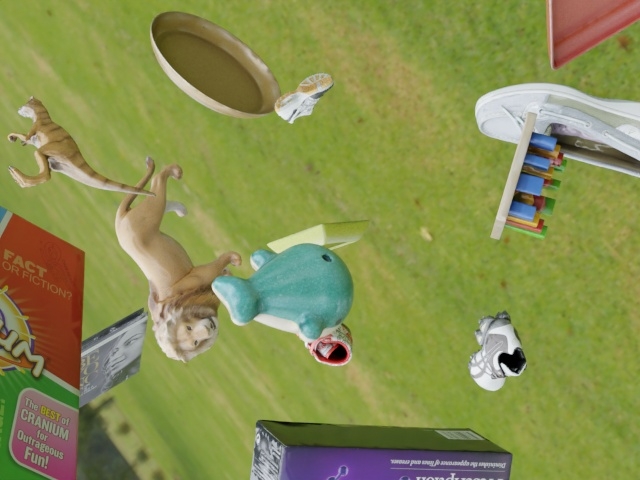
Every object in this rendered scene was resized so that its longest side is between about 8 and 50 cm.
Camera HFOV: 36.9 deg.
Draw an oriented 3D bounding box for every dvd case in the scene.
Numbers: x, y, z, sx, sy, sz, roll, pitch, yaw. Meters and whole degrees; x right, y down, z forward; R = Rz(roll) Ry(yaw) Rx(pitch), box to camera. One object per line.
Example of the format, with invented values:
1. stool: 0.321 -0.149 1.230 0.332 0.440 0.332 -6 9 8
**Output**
1. dvd case: -0.381 0.216 1.682 0.018 0.164 0.221 47 147 20

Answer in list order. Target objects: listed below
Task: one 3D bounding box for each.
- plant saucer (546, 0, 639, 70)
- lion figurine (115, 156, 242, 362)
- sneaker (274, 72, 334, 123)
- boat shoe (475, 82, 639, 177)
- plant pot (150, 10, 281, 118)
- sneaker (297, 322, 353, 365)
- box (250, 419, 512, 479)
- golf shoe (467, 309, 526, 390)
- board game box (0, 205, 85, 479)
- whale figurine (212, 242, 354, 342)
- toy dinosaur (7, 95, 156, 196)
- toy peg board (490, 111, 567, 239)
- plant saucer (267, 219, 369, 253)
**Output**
1. plant saucer: 0.449 -0.433 1.510 0.048 0.258 0.259 49 165 40
2. lion figurine: -0.309 0.037 1.915 0.392 0.240 0.142 52 147 2
3. sneaker: -0.016 -0.177 1.199 0.037 0.083 0.032 46 -156 -40
4. boat shoe: 0.394 -0.165 1.496 0.320 0.103 0.118 13 157 16
5. plant pot: -0.169 -0.271 1.513 0.236 0.236 0.032 48 121 14
6. sneaker: -0.032 0.211 2.378 0.270 0.090 0.145 33 -165 -13
7. box: 0.057 0.296 1.013 0.103 0.261 0.184 -161 78 -69
8. golf shoe: 0.307 0.214 1.650 0.198 0.077 0.094 80 163 -47
9. board game box: -0.317 0.086 0.808 0.242 0.064 0.316 34 -149 -37
10. whale figurine: -0.055 0.081 1.705 0.216 0.272 0.141 55 127 31
11. toy dinosaur: -0.313 -0.100 1.155 0.211 0.112 0.064 44 162 16
12. toy peg board: 0.311 -0.082 1.396 0.079 0.161 0.160 16 173 9
13. plant saucer: 0.000 0.000 2.313 0.188 0.188 0.045 -19 82 39
